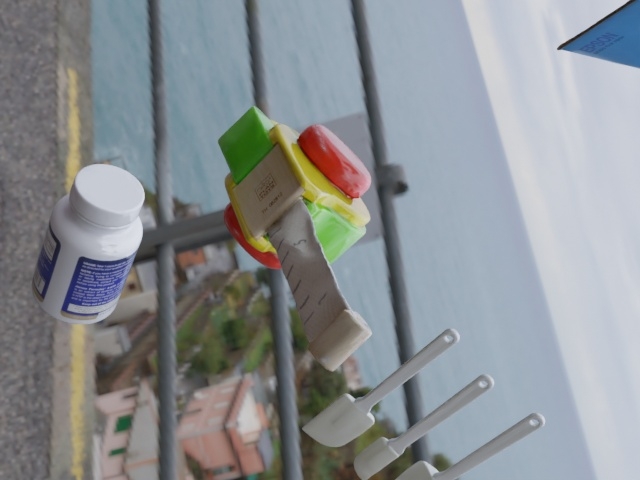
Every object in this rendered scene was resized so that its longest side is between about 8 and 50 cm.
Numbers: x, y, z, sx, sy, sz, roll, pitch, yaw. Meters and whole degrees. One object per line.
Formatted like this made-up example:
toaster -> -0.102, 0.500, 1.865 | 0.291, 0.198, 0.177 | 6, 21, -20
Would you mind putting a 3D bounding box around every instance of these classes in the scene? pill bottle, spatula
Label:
pill bottle -> -0.279, 0.003, 1.282 | 0.112, 0.112, 0.186 | -93, -155, -47
spatula -> 0.109, 0.196, 1.098 | 0.168, 0.242, 0.019 | 44, 37, -3

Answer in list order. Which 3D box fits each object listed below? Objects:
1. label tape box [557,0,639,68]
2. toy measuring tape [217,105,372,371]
label tape box -> 0.379, -0.173, 0.751 | 0.240, 0.334, 0.105 | 153, -51, -75
toy measuring tape -> 0.000, 0.000, 0.786 | 0.330, 0.121, 0.121 | -117, -178, -54
